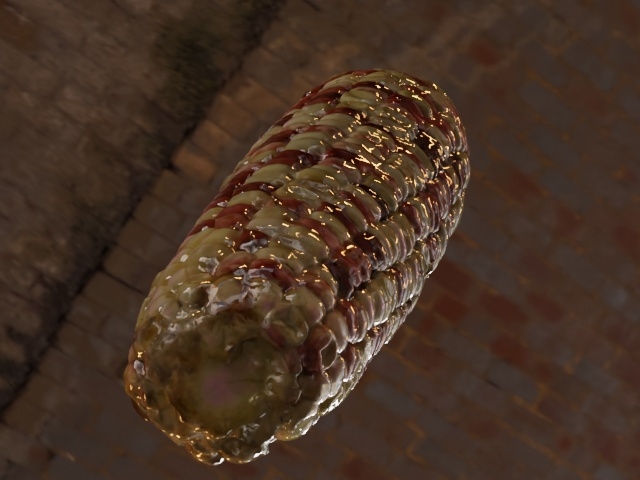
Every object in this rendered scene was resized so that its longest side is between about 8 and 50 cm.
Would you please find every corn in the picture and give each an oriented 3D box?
[{"bbox_3d":[0.000,0.000,0.568,0.086,0.253,0.086,6,-68,14],"label":"corn"}]
